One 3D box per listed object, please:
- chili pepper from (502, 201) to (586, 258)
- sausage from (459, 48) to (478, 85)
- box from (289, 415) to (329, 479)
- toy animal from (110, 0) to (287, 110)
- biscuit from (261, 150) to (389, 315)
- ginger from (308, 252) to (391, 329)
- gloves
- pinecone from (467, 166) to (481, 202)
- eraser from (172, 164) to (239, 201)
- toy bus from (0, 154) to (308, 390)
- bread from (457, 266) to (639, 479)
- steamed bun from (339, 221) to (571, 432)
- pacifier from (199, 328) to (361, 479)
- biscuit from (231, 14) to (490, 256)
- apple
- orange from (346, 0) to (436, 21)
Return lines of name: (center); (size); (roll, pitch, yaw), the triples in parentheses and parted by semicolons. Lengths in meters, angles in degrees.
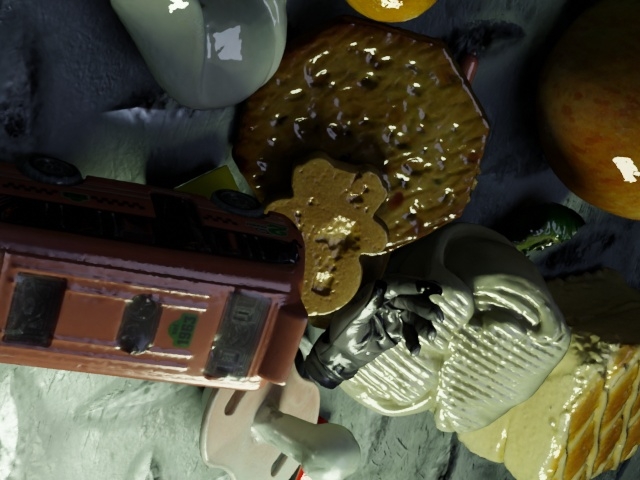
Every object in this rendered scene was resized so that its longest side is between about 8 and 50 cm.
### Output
chili pepper: (0.360, 0.021, 2.179); (0.264, 0.116, 0.148); (-42, 130, -12)
sausage: (0.209, -0.201, 1.900); (0.029, 0.029, 0.223); (-9, 126, -41)
box: (-0.031, 0.436, 2.108); (0.123, 0.050, 0.229); (-75, -174, -68)
toy animal: (-0.119, -0.298, 1.381); (0.249, 0.174, 0.289); (-41, 139, -12)
biscuit: (0.000, -0.001, 1.658); (0.184, 0.035, 0.249); (13, 109, -7)
ginger: (-0.005, 0.052, 1.816); (0.275, 0.130, 0.221); (-21, 143, -25)
gloves: (0.076, 0.129, 1.778); (0.142, 0.119, 0.285); (27, 141, -34)
pinecone: (0.153, -0.127, 1.785); (0.184, 0.179, 0.204); (-44, -165, 44)
eraser: (-0.163, -0.034, 1.618); (0.122, 0.045, 0.097); (-28, 98, -25)
toy bus: (-0.225, 0.048, 1.438); (0.427, 0.233, 0.203); (10, 115, -22)
bread: (0.515, 0.280, 2.395); (0.371, 0.279, 0.390); (-7, 126, -39)
steamed bun: (0.221, 0.126, 1.979); (0.342, 0.255, 0.367); (31, 127, -22)
pacifier: (-0.072, 0.292, 1.875); (0.220, 0.273, 0.332); (-26, 139, 0)
biscuit: (0.054, -0.138, 1.637); (0.359, 0.046, 0.359); (0, 117, 0)
apple: (0.562, -0.220, 1.991); (0.400, 0.333, 0.400); (-27, 137, -29)
orange: (0.086, -0.368, 1.532); (0.155, 0.177, 0.177); (-37, 147, 23)
